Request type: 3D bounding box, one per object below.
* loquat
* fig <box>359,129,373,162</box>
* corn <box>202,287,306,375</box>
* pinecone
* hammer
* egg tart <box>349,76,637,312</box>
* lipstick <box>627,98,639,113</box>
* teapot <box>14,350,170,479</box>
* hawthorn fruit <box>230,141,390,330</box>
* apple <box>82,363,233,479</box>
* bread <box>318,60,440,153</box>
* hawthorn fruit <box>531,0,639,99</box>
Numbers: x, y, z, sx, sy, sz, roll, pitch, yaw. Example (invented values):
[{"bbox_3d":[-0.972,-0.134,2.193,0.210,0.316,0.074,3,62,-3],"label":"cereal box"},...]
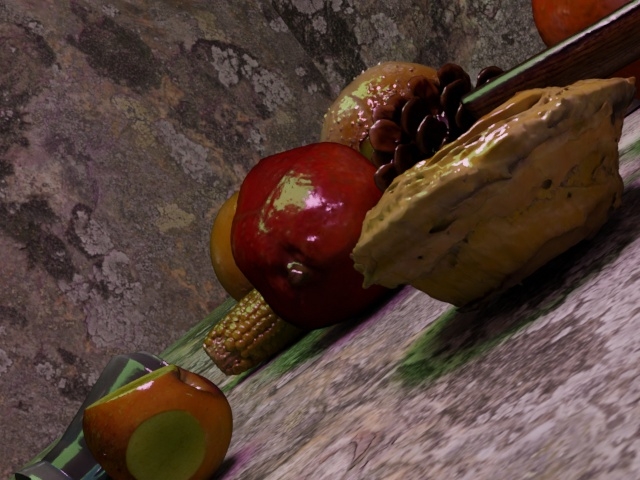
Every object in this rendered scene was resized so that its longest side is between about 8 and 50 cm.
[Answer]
[{"bbox_3d":[-0.064,0.007,2.288,0.263,0.263,0.263,-36,4,3],"label":"loquat"},{"bbox_3d":[0.172,-0.119,2.011,0.203,0.225,0.203,-58,9,15],"label":"fig"},{"bbox_3d":[-0.049,0.097,2.110,0.322,0.119,0.119,-36,4,-10],"label":"corn"},{"bbox_3d":[0.208,-0.110,1.678,0.246,0.246,0.292,-39,20,-30],"label":"pinecone"},{"bbox_3d":[0.335,-0.219,1.382,0.409,0.242,0.095,-30,17,25],"label":"hammer"},{"bbox_3d":[0.189,-0.034,1.303,0.352,0.150,0.352,-33,-8,-5],"label":"egg tart"},{"bbox_3d":[0.476,-0.262,2.077,0.080,0.076,0.371,-34,5,22],"label":"lipstick"},{"bbox_3d":[-0.256,0.263,1.641,0.225,0.171,0.203,-45,10,-26],"label":"teapot"},{"bbox_3d":[0.000,0.000,1.859,0.265,0.265,0.307,-35,11,15],"label":"hawthorn fruit"},{"bbox_3d":[-0.181,0.211,1.485,0.147,0.163,0.146,-47,17,-1],"label":"apple"},{"bbox_3d":[0.144,-0.149,2.185,0.306,0.305,0.159,-37,33,-8],"label":"bread"},{"bbox_3d":[0.397,-0.301,1.519,0.284,0.284,0.284,-36,4,3],"label":"hawthorn fruit"}]
